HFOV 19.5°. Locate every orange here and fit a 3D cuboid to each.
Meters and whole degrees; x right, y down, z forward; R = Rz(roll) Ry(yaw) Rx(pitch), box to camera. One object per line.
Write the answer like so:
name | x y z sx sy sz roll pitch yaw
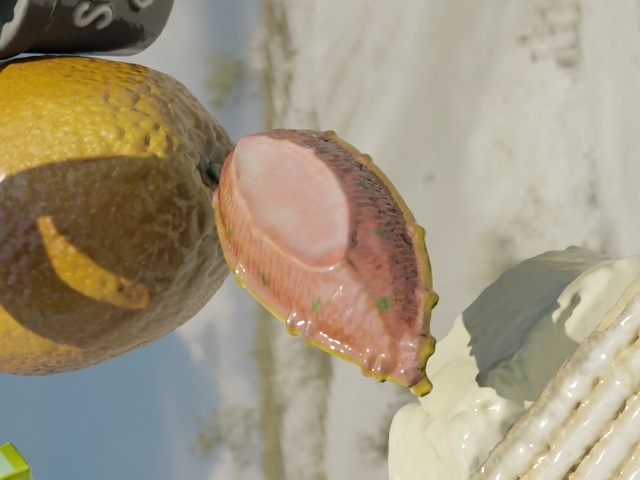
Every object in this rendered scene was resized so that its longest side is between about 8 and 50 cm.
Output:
orange | -0.246 -0.027 1.802 0.322 0.357 0.322 31 -127 -53

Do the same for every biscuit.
biscuit | 0.084 0.180 0.949 0.078 0.426 0.144 41 -170 15

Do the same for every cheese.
cheese | 0.209 0.174 1.505 0.292 0.332 0.153 61 159 -12

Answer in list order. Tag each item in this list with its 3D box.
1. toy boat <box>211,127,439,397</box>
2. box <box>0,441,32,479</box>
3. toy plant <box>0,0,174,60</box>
toy boat | -0.004 -0.005 1.416 0.099 0.141 0.318 54 179 -43
box | -0.375 0.294 1.448 0.047 0.335 0.187 42 143 45
toy plant | -0.328 -0.270 1.732 0.400 0.279 0.185 2 -144 -42
